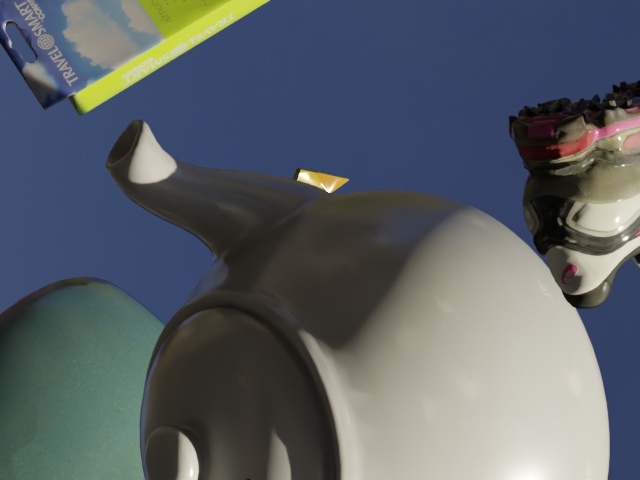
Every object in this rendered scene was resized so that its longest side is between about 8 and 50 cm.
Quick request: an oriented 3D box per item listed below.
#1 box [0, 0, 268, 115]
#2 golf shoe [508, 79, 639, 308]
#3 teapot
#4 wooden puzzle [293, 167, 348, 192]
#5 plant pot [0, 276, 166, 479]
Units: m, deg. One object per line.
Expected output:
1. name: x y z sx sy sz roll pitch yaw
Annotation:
1. box: -0.136 -0.166 1.197 0.109 0.178 0.042 54 -12 16
2. golf shoe: 0.145 -0.027 0.740 0.067 0.186 0.086 -1 -78 44
3. teapot: 0.001 0.101 0.843 0.256 0.187 0.252 35 -60 41
4. wooden puzzle: 0.000 0.000 1.362 0.014 0.078 0.116 27 -67 53
5. plant pot: -0.181 0.202 1.495 0.195 0.290 0.290 28 -68 27
